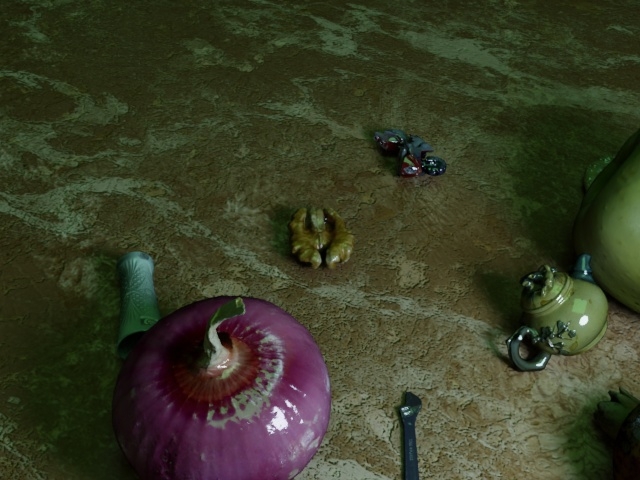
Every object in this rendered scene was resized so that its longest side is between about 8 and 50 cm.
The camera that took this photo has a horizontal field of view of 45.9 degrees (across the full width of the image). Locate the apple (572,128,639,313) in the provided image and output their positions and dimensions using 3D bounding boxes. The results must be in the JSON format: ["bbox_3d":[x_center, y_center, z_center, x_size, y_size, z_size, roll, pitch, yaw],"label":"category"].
[{"bbox_3d":[0.768,-0.032,1.563,0.474,0.473,0.473,5,46,-5],"label":"apple"}]

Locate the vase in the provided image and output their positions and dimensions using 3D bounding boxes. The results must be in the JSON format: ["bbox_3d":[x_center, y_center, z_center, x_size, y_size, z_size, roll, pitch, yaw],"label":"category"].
[{"bbox_3d":[-0.349,0.120,1.453,0.096,0.096,0.219,-5,45,-14],"label":"vase"}]

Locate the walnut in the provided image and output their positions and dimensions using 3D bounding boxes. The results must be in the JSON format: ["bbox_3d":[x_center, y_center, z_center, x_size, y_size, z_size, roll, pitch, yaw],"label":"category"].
[{"bbox_3d":[0.000,0.000,1.641,0.143,0.069,0.170,0,46,-8],"label":"walnut"}]

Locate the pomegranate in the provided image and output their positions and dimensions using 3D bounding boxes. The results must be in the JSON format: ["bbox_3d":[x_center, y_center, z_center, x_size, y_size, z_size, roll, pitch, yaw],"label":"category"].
[{"bbox_3d":[0.605,0.364,1.302,0.285,0.284,0.341,-11,16,-20],"label":"pomegranate"}]

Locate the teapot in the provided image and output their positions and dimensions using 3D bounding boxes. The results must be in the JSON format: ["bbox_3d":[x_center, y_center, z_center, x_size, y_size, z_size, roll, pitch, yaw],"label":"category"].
[{"bbox_3d":[0.462,0.138,1.510,0.269,0.173,0.182,-44,105,-8],"label":"teapot"}]

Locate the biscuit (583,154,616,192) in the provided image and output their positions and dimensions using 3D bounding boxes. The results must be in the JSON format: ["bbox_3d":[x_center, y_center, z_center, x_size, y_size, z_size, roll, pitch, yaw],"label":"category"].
[{"bbox_3d":[0.735,-0.125,1.909,0.141,0.038,0.289,8,45,-1],"label":"biscuit"}]

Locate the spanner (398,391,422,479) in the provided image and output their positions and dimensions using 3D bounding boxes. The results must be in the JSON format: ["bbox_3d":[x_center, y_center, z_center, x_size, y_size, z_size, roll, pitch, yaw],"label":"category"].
[{"bbox_3d":[0.165,0.364,1.365,0.046,0.012,0.208,7,46,-4],"label":"spanner"}]

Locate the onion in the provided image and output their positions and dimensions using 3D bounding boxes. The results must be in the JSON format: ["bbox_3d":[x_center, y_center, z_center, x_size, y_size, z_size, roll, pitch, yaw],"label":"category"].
[{"bbox_3d":[-0.172,0.238,1.234,0.358,0.344,0.358,-22,30,14],"label":"onion"}]

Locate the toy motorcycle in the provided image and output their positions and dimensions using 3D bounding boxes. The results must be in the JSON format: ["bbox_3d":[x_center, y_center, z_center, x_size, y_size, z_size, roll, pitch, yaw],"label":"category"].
[{"bbox_3d":[0.209,-0.213,1.875,0.122,0.082,0.213,-14,41,-35],"label":"toy motorcycle"}]
